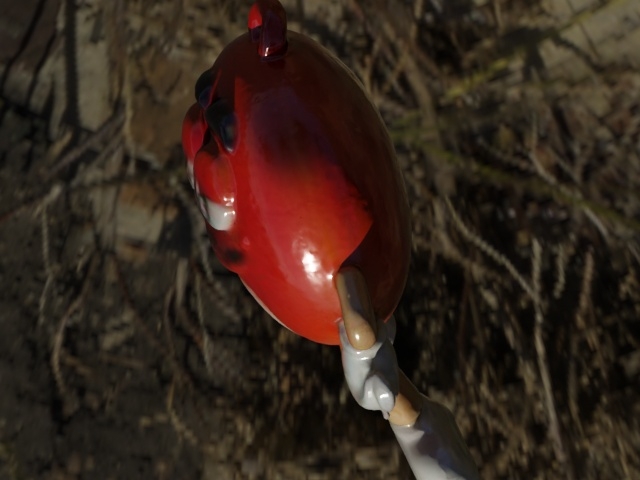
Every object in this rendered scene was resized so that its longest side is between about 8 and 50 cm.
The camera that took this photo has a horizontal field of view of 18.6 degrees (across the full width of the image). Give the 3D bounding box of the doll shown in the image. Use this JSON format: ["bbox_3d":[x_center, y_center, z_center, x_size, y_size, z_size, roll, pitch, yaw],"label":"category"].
[{"bbox_3d":[0.000,0.000,0.815,0.085,0.183,0.217,-24,134,-4],"label":"doll"}]
